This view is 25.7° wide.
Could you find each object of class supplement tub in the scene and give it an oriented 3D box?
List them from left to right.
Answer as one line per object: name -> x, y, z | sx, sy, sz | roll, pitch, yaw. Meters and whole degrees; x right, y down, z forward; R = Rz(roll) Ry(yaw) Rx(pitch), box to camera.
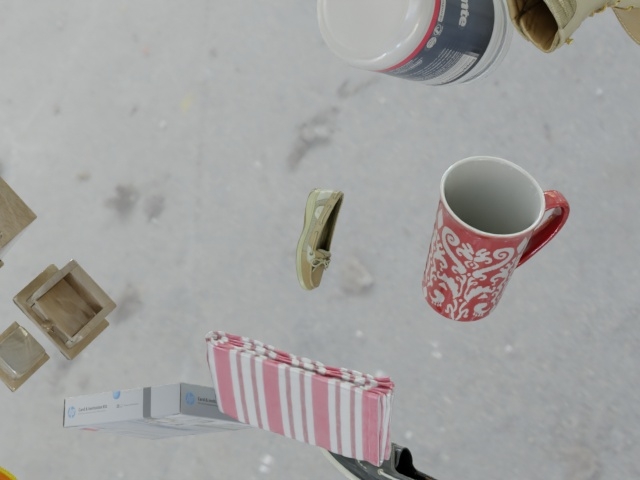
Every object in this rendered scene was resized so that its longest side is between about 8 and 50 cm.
supplement tub -> 0.142, -0.326, 2.035 | 0.191, 0.272, 0.191 | -2, 87, 37

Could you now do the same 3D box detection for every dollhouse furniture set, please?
dollhouse furniture set -> -0.419, 0.086, 1.245 | 0.355, 0.303, 0.174 | -46, 6, -27

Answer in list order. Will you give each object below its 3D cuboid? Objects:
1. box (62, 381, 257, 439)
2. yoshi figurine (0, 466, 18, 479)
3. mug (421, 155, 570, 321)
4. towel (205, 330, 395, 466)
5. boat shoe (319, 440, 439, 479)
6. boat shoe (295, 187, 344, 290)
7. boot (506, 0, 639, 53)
box -> -0.171, 0.193, 1.565 | 0.186, 0.145, 0.038 | -13, 70, 38
yoshi figurine -> -0.524, 0.439, 1.778 | 0.362, 0.204, 0.203 | -41, 42, 23
mug -> 0.188, 0.009, 1.533 | 0.150, 0.169, 0.113 | 11, 50, -1
towel -> -0.020, 0.158, 1.418 | 0.197, 0.144, 0.029 | 16, 54, 13
boat shoe -> 0.084, 0.290, 1.816 | 0.233, 0.084, 0.079 | 38, 110, 25
boat shoe -> 0.001, 0.000, 2.064 | 0.048, 0.056, 0.153 | 7, 84, 28
boot -> 0.329, -0.289, 1.700 | 0.095, 0.262, 0.203 | 17, 61, 44
